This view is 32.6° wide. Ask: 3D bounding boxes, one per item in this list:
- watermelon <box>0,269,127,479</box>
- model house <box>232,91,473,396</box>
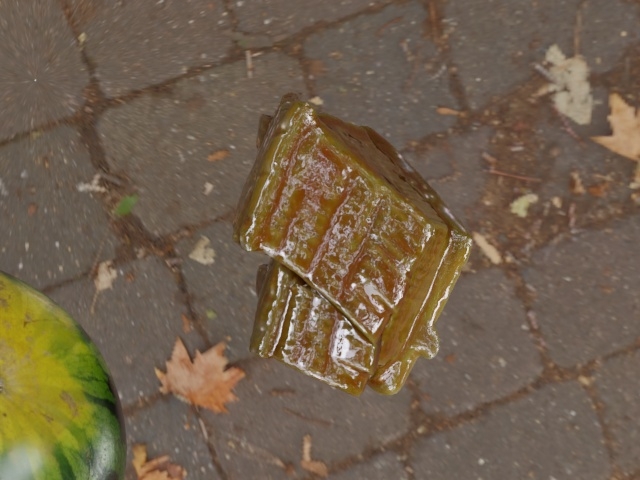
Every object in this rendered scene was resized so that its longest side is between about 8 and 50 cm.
[{"bbox_3d":[-0.250,0.131,0.659,0.268,0.269,0.269,-2,99,-14],"label":"watermelon"},{"bbox_3d":[0.001,0.000,0.941,0.229,0.219,0.199,19,106,-52],"label":"model house"}]
